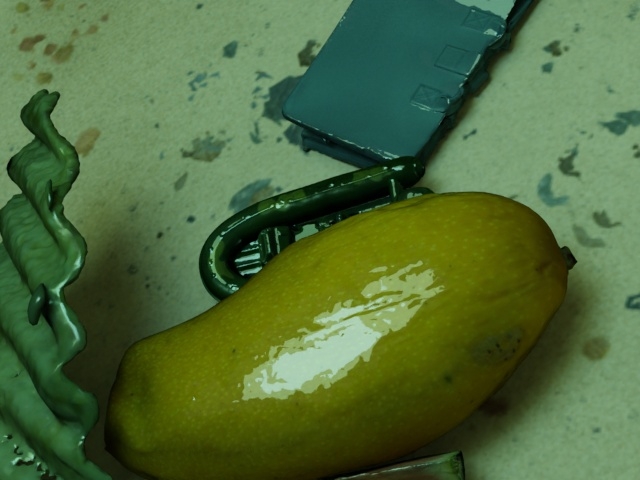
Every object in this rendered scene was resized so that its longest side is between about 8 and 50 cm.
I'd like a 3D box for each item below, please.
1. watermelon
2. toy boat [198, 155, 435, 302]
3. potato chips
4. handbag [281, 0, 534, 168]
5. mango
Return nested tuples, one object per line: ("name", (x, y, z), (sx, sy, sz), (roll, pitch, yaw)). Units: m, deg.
("watermelon", (0.035, 0.193, 1.055), (0.163, 0.087, 0.069), (-18, 83, 18))
("toy boat", (0.000, 0.000, 1.217), (0.210, 0.052, 0.104), (-15, 68, 18))
("potato chips", (-0.253, 0.095, 1.183), (0.373, 0.097, 0.389), (-56, 33, 27))
("handbag", (0.079, -0.159, 1.292), (0.144, 0.057, 0.221), (25, 72, 34))
("mango", (0.012, 0.080, 1.087), (0.359, 0.144, 0.187), (-30, 48, 0))
